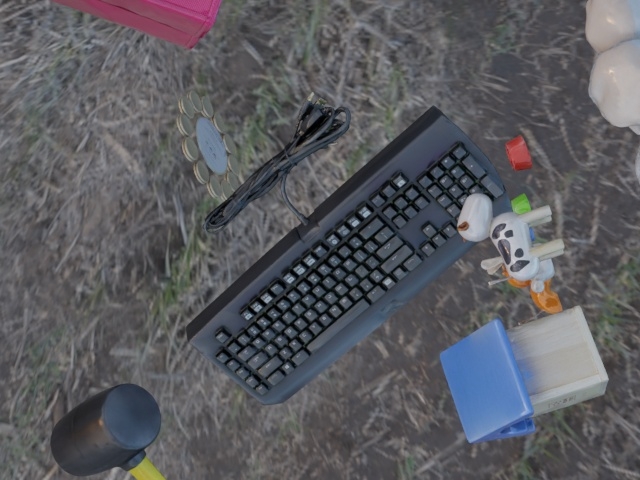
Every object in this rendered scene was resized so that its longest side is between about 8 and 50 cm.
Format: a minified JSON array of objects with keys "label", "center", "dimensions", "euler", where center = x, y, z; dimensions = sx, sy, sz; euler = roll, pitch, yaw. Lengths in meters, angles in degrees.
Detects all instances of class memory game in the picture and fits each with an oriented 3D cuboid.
[{"label":"memory game","center":[-0.177,-0.150,1.597],"dimensions":[0.012,0.186,0.186],"euler":[-18,106,19]}]

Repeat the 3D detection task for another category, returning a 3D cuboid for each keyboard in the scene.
[{"label":"keyboard","center":[0.000,0.000,0.901],"dimensions":[0.317,0.033,0.201],"euler":[-42,104,15]}]

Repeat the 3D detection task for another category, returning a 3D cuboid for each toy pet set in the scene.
[{"label":"toy pet set","center":[0.082,0.031,0.465],"dimensions":[0.065,0.122,0.114],"euler":[-19,68,7]}]

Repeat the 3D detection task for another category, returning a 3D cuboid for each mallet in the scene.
[{"label":"mallet","center":[-0.061,0.151,0.540],"dimensions":[0.189,0.039,0.062],"euler":[43,132,-5]}]

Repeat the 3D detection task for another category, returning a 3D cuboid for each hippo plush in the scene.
[{"label":"hippo plush","center":[0.364,-0.151,1.013],"dimensions":[0.234,0.236,0.294],"euler":[10,64,5]}]

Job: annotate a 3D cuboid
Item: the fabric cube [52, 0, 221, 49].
[{"label":"fabric cube","center":[-0.198,-0.353,0.960],"dimensions":[0.258,0.259,0.254],"euler":[18,91,-13]}]
